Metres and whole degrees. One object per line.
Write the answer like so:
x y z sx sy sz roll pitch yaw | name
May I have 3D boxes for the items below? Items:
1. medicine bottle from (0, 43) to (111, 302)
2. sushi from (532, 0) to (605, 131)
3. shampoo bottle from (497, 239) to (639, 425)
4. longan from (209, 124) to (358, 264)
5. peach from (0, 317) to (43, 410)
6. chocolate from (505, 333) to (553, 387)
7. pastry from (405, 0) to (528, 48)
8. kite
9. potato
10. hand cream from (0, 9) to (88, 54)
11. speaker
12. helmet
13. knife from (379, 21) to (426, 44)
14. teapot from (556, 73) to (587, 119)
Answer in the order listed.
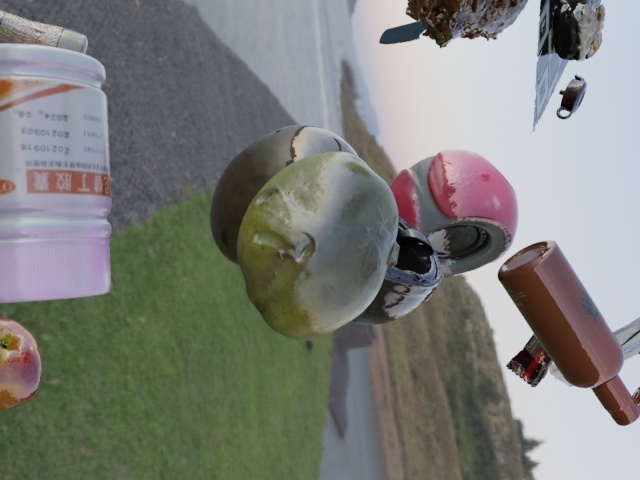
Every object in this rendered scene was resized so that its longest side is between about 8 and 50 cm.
-0.381 -0.080 0.971 0.202 0.202 0.315 -9 97 -85 | medicine bottle
0.272 -0.243 0.754 0.210 0.040 0.192 -55 147 -36 | sushi
0.309 0.116 0.883 0.244 0.085 0.085 54 10 -8 | shampoo bottle
-0.074 -0.085 1.507 0.288 0.350 0.288 50 24 -31 | longan
-0.758 0.293 1.695 0.199 0.244 0.243 -75 158 -59 | peach
0.495 0.232 1.627 0.086 0.182 0.028 39 1 26 | chocolate
0.233 -0.398 1.027 0.275 0.193 0.275 -46 155 -29 | pastry
0.526 0.186 1.280 0.013 0.378 0.327 64 -33 29 | kite
0.002 0.001 0.891 0.148 0.228 0.197 -15 -74 57 | potato
-0.493 -0.339 1.213 0.084 0.203 0.084 -44 -145 43 | hand cream
0.265 -0.049 1.572 0.294 0.294 0.294 -8 90 -85 | speaker
0.042 0.031 1.145 0.160 0.279 0.230 -63 176 25 | helmet
0.211 -0.459 1.600 0.313 0.019 0.044 15 -72 62 | knife
0.485 -0.279 1.429 0.100 0.045 0.068 -60 156 -11 | teapot
